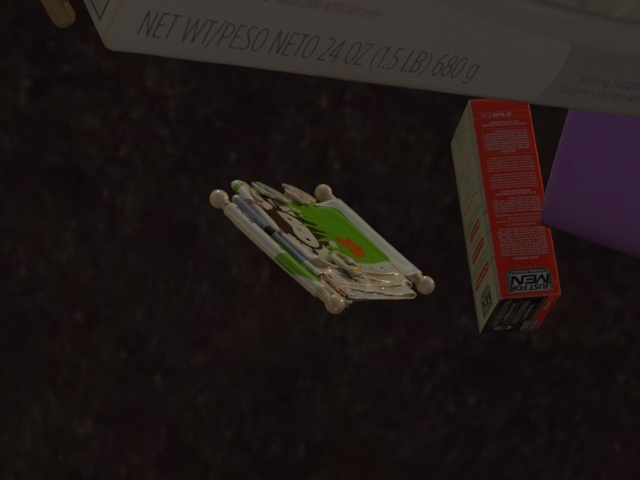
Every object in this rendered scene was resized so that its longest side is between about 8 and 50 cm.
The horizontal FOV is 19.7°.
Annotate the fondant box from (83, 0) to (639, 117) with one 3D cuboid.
[{"bbox_3d":[0.083,-0.196,0.562,0.238,0.330,0.096,4,43,-35],"label":"fondant box"}]

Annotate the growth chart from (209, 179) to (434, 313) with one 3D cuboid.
[{"bbox_3d":[0.000,0.000,1.525,0.172,0.021,0.237,40,17,19],"label":"growth chart"}]

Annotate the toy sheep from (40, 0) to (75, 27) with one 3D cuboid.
[{"bbox_3d":[-0.101,-0.146,0.760,0.091,0.091,0.132,18,33,0],"label":"toy sheep"}]

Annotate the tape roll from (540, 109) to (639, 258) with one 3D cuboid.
[{"bbox_3d":[0.193,-0.123,0.905,0.090,0.275,0.275,19,59,10],"label":"tape roll"}]

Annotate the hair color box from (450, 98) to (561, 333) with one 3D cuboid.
[{"bbox_3d":[0.121,-0.016,1.216,0.043,0.072,0.141,-3,69,-8],"label":"hair color box"}]
